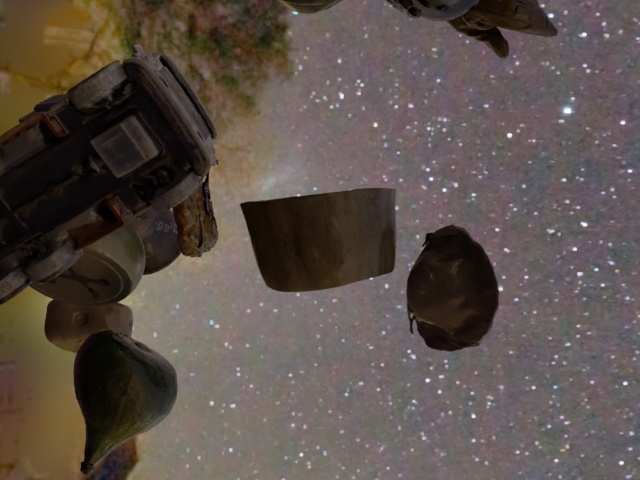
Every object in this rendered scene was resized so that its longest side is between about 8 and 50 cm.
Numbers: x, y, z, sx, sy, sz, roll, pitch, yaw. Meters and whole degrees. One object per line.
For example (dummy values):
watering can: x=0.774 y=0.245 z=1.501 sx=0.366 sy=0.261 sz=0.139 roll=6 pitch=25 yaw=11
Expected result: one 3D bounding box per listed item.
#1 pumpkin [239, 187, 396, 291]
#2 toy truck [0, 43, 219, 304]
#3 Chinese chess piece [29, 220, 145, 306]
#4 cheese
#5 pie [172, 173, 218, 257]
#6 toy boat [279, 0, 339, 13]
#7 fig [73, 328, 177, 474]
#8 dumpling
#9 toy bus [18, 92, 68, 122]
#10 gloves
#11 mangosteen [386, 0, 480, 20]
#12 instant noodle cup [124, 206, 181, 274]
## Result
pumpkin: x=0.000 y=0.000 z=1.270 sx=0.332 sy=0.332 sz=0.199 roll=178 pitch=-90 yaw=-65
toy truck: x=-0.316 y=-0.086 z=0.759 sx=0.173 sy=0.387 sz=0.207 roll=58 pitch=14 yaw=-22
Chinese chess piece: x=-0.443 y=0.031 z=1.101 sx=0.238 sy=0.237 sz=0.092 roll=121 pitch=-22 yaw=-50
cheese: x=-0.593 y=0.215 z=1.524 sx=0.235 sy=0.218 sz=0.117 roll=-23 pitch=-122 yaw=34
pie: x=-0.267 y=-0.099 z=1.268 sx=0.308 sy=0.085 sz=0.309 roll=174 pitch=-90 yaw=-84
toy boat: x=-0.010 y=-0.531 z=1.193 sx=0.141 sy=0.092 sz=0.319 roll=55 pitch=-23 yaw=-21
fig: x=-0.386 y=0.301 z=1.110 sx=0.235 sy=0.203 sz=0.203 roll=-60 pitch=-155 yaw=-8
dumpling: x=0.295 y=0.107 z=1.312 sx=0.204 sy=0.163 sz=0.293 roll=15 pitch=-68 yaw=21
toy bus: x=-0.521 y=-0.241 z=1.375 sx=0.312 sy=0.152 sz=0.190 roll=7 pitch=-51 yaw=38
gloves: x=0.318 y=-0.482 z=1.193 sx=0.154 sy=0.331 sz=0.141 roll=-59 pitch=166 yaw=-24
mangosteen: x=0.198 y=-0.484 z=0.996 sx=0.243 sy=0.242 sz=0.243 roll=178 pitch=-90 yaw=-65
instant noodle cup: x=-0.491 y=-0.050 z=1.605 sx=0.207 sy=0.217 sz=0.217 roll=66 pitch=-2 yaw=-48
